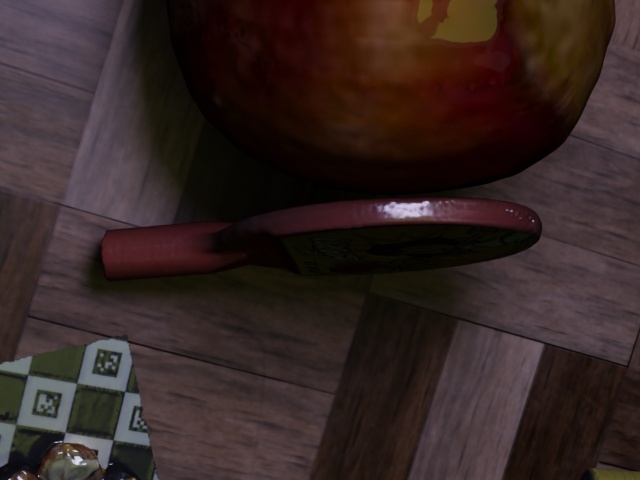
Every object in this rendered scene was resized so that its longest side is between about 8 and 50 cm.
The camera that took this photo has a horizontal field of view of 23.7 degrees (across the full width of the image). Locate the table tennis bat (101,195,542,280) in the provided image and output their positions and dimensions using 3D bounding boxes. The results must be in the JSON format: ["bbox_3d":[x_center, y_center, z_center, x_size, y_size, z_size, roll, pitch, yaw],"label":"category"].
[{"bbox_3d":[0.000,0.000,1.433,0.414,0.268,0.051,-4,80,4],"label":"table tennis bat"}]

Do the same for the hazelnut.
[{"bbox_3d":[0.058,-0.239,1.344,0.420,0.353,0.421,1,81,-4],"label":"hazelnut"}]

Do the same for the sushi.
[{"bbox_3d":[-0.292,0.245,1.452,0.290,0.050,0.264,-14,103,-18],"label":"sushi"}]

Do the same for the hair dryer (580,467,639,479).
[{"bbox_3d":[0.424,0.299,1.722,0.278,0.090,0.135,7,98,-15],"label":"hair dryer"}]
